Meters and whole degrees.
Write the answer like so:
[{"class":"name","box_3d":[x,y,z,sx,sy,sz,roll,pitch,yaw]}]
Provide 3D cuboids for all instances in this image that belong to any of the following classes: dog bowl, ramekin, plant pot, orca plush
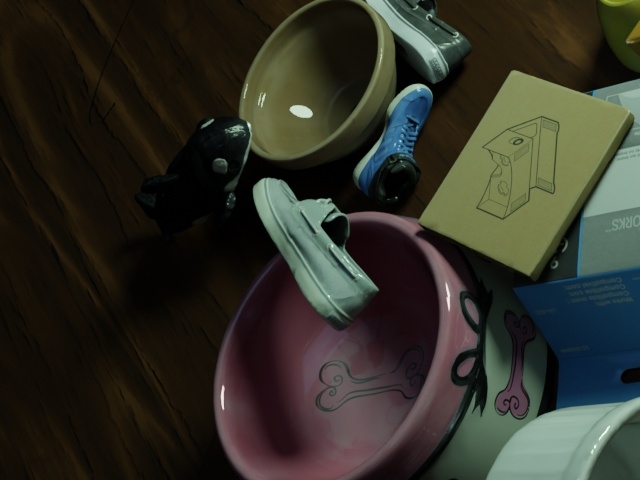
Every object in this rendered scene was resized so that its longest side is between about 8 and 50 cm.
[{"class":"dog bowl","box_3d":[0.049,0.148,1.746,0.408,0.150,0.408,-22,54,34]},{"class":"ramekin","box_3d":[0.262,0.273,1.386,0.135,0.277,0.277,-7,62,51]},{"class":"plant pot","box_3d":[0.017,-0.185,2.000,0.237,0.110,0.237,-24,51,33]},{"class":"plant pot","box_3d":[0.358,-0.266,1.733,0.134,0.095,0.134,-23,53,34]},{"class":"orca plush","box_3d":[-0.195,-0.084,2.062,0.287,0.102,0.151,-19,71,59]}]

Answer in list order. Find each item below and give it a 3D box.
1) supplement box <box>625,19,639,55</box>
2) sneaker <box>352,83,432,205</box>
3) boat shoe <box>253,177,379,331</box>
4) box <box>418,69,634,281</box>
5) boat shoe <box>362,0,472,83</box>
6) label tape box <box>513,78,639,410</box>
[{"class":"supplement box","box_3d":[0.425,-0.280,1.651,0.233,0.080,0.078,-51,9,-7]},{"class":"sneaker","box_3d":[0.103,-0.113,1.911,0.152,0.058,0.084,-56,36,9]},{"class":"boat shoe","box_3d":[0.000,0.000,1.720,0.081,0.079,0.227,-38,50,9]},{"class":"box","box_3d":[0.212,-0.072,1.634,0.164,0.021,0.201,27,82,42]},{"class":"boat shoe","box_3d":[0.119,-0.281,1.992,0.076,0.080,0.228,-33,39,-5]},{"class":"label tape box","box_3d":[0.327,0.001,1.599,0.241,0.106,0.333,-12,59,40]}]
